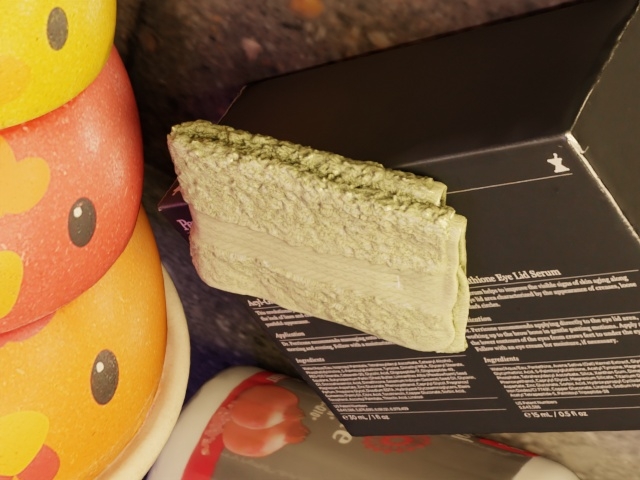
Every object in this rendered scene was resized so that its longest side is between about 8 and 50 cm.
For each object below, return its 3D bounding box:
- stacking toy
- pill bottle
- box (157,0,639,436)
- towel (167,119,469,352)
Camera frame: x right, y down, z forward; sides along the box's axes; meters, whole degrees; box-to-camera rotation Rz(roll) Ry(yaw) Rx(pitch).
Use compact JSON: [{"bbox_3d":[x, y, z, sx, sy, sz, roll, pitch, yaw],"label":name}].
[{"bbox_3d":[-0.211,-0.095,0.803,0.350,0.350,0.480,23,132,11],"label":"stacking toy"},{"bbox_3d":[0.060,0.200,1.043,0.318,0.176,0.176,16,145,22],"label":"pill bottle"},{"bbox_3d":[0.077,0.000,0.826,0.261,0.103,0.184,-7,133,45],"label":"box"},{"bbox_3d":[0.000,0.000,0.776,0.148,0.027,0.110,18,144,21],"label":"towel"}]
